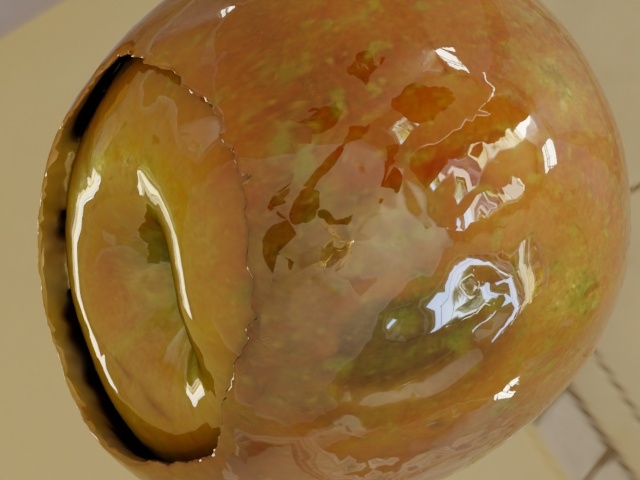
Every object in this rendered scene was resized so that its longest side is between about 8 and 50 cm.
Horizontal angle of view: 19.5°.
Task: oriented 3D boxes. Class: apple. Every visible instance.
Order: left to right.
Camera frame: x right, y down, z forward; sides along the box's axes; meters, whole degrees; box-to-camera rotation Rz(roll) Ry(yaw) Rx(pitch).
[{"bbox_3d":[0.000,0.000,0.711,0.237,0.207,0.237,46,153,32],"label":"apple"}]
